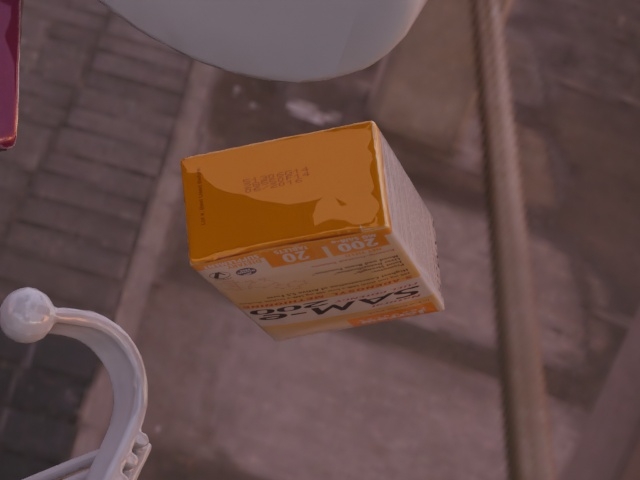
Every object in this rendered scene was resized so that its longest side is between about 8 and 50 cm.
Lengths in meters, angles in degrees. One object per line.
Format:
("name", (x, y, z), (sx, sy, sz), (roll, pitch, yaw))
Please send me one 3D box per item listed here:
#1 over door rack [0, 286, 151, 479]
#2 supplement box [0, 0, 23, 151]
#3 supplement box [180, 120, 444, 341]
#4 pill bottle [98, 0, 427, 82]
("over door rack", (-0.186, 0.182, 0.552), (0.108, 0.239, 0.324), (35, 47, -30))
("supplement box", (-0.142, -0.056, 0.421), (0.104, 0.080, 0.188), (2, -2, -23))
("supplement box", (0.000, 0.000, 0.559), (0.062, 0.036, 0.098), (-11, -19, 11))
("pill bottle", (0.022, -0.136, 0.365), (0.118, 0.117, 0.208), (23, 59, 9))
